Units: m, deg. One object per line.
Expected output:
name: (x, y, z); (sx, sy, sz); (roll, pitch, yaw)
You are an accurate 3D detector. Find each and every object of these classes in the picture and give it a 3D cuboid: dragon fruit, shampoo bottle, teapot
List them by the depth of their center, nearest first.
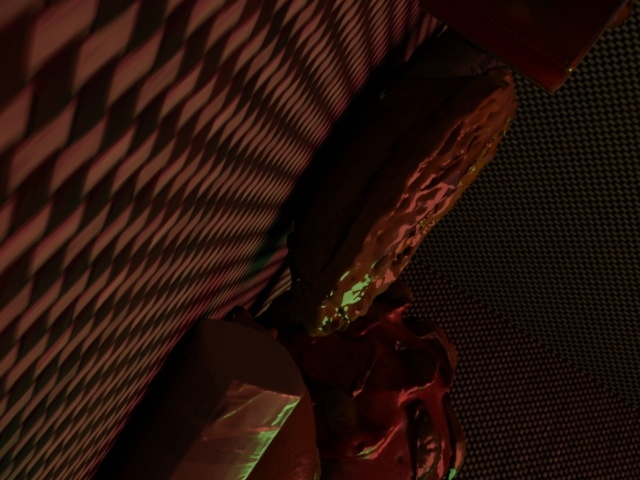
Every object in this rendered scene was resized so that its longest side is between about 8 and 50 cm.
teapot: (-0.088, 0.161, 0.635); (0.200, 0.077, 0.107); (-57, -142, 19)
shampoo bottle: (0.129, -0.157, 0.970); (0.085, 0.085, 0.262); (-57, 177, 29)
dragon fruit: (0.037, 0.167, 1.097); (0.296, 0.314, 0.263); (0, 104, -43)

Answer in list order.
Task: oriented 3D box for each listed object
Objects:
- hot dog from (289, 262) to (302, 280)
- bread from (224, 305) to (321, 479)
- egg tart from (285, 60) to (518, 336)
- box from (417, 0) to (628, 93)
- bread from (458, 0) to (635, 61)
hot dog: (0.001, 0.001, 1.119); (0.062, 0.038, 0.144); (-54, 178, -42)
bread: (-0.076, 0.196, 0.821); (0.204, 0.162, 0.262); (80, 29, -71)
egg tart: (0.055, -0.048, 0.775); (0.291, 0.107, 0.291); (-50, 174, -7)
box: (0.143, -0.181, 0.567); (0.048, 0.112, 0.175); (-56, 179, -34)
bread: (0.196, -0.220, 0.741); (0.213, 0.105, 0.213); (-38, -156, 20)
